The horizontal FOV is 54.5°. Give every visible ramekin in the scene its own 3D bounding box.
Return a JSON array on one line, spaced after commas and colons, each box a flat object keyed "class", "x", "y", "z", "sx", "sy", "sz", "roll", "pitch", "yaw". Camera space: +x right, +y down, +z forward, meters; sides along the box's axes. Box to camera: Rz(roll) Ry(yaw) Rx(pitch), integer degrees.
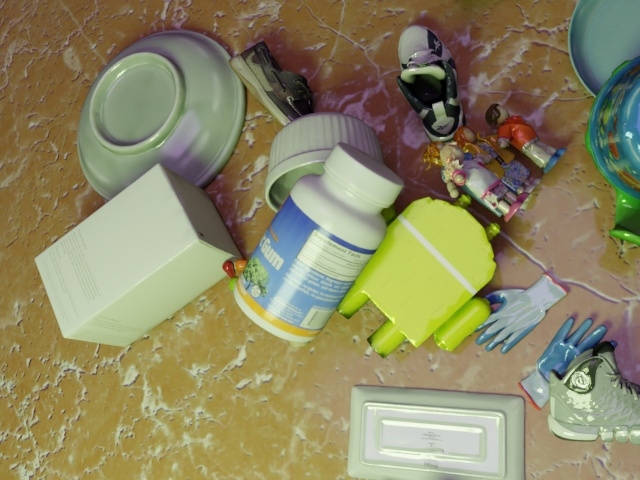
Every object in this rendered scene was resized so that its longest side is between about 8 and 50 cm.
[{"class": "ramekin", "x": 0.010, "y": -0.121, "z": 1.031, "sx": 0.207, "sy": 0.207, "sz": 0.108, "roll": -11, "pitch": 63, "yaw": 17}]

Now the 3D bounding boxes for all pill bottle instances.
[{"class": "pill bottle", "x": 0.000, "y": 0.000, "z": 0.901, "sx": 0.152, "sy": 0.152, "sz": 0.272, "roll": 40, "pitch": 109, "yaw": 24}]

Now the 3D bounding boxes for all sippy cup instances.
[{"class": "sippy cup", "x": 0.478, "y": -0.153, "z": 0.814, "sx": 0.240, "sy": 0.224, "sz": 0.305, "roll": -14, "pitch": 92, "yaw": 23}]

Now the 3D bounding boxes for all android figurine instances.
[{"class": "android figurine", "x": 0.154, "y": 0.047, "z": 0.965, "sx": 0.273, "sy": 0.056, "sz": 0.248, "roll": -46, "pitch": 79, "yaw": 4}]

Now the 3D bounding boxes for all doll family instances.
[{"class": "doll family", "x": 0.246, "y": -0.111, "z": 0.955, "sx": 0.163, "sy": 0.263, "sz": 0.118, "roll": 40, "pitch": 136, "yaw": 11}]

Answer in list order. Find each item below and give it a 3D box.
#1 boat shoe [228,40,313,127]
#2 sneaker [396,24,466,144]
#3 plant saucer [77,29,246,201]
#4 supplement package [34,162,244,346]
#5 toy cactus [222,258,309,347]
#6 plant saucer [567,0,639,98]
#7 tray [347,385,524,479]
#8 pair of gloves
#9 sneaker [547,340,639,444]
[{"class": "boat shoe", "x": -0.063, "y": -0.271, "z": 1.149, "sx": 0.092, "sy": 0.103, "sz": 0.285, "roll": -44, "pitch": 62, "yaw": 7}, {"class": "sneaker", "x": 0.175, "y": -0.287, "z": 1.035, "sx": 0.094, "sy": 0.153, "sz": 0.234, "roll": -12, "pitch": 73, "yaw": 15}, {"class": "plant saucer", "x": -0.350, "y": -0.262, "z": 1.253, "sx": 0.401, "sy": 0.100, "sz": 0.400, "roll": -5, "pitch": 75, "yaw": 20}, {"class": "supplement package", "x": -0.322, "y": 0.036, "z": 1.122, "sx": 0.293, "sy": 0.175, "sz": 0.177, "roll": -35, "pitch": 66, "yaw": 9}, {"class": "toy cactus", "x": -0.054, "y": 0.090, "z": 1.063, "sx": 0.219, "sy": 0.112, "sz": 0.180, "roll": -11, "pitch": 93, "yaw": 10}, {"class": "plant saucer", "x": 0.554, "y": -0.318, "z": 0.964, "sx": 0.318, "sy": 0.044, "sz": 0.317, "roll": -5, "pitch": 75, "yaw": 19}, {"class": "tray", "x": 0.170, "y": 0.303, "z": 0.951, "sx": 0.271, "sy": 0.030, "sz": 0.145, "roll": -1, "pitch": 77, "yaw": 20}, {"class": "pair of gloves", "x": 0.330, "y": 0.144, "z": 0.937, "sx": 0.159, "sy": 0.023, "sz": 0.198, "roll": -41, "pitch": 67, "yaw": 6}, {"class": "sneaker", "x": 0.422, "y": 0.201, "z": 0.837, "sx": 0.229, "sy": 0.086, "sz": 0.132, "roll": -6, "pitch": 92, "yaw": 19}]
